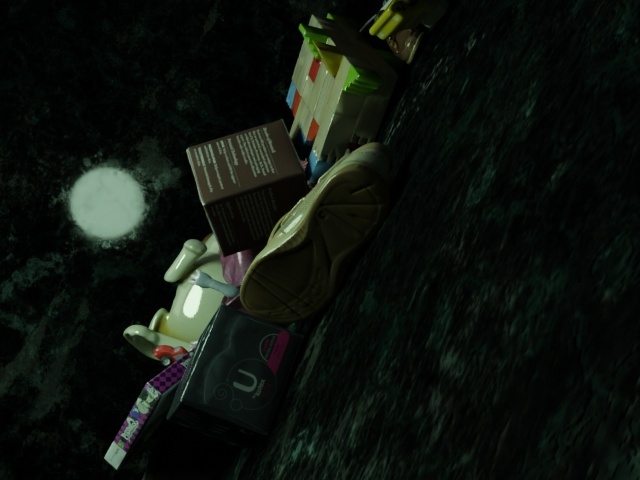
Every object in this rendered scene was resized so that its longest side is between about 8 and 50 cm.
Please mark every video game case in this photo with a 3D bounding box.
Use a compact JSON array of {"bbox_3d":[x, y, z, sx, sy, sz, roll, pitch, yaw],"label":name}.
[{"bbox_3d":[-0.287,0.298,1.483,0.210,0.042,0.232,-58,-11,27],"label":"video game case"}]

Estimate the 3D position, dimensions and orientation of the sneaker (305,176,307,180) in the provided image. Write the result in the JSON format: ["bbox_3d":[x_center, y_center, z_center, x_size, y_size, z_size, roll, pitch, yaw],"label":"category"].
[{"bbox_3d":[-0.052,-0.136,2.056,0.101,0.106,0.267,-138,72,-83],"label":"sneaker"}]

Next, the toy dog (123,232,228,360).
[{"bbox_3d":[-0.232,0.144,1.964,0.395,0.284,0.408,66,-140,-57],"label":"toy dog"}]

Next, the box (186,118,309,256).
[{"bbox_3d":[-0.136,-0.103,1.560,0.168,0.203,0.167,78,172,-50],"label":"box"}]

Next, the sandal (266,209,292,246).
[{"bbox_3d":[-0.009,-0.025,1.450,0.240,0.079,0.088,-50,-48,-42],"label":"sandal"}]

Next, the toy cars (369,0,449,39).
[{"bbox_3d":[0.184,-0.445,1.416,0.176,0.087,0.394,-46,10,24],"label":"toy cars"}]

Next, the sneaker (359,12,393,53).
[{"bbox_3d":[0.091,-0.361,1.727,0.123,0.106,0.290,-149,83,-81],"label":"sneaker"}]

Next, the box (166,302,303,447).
[{"bbox_3d":[-0.145,0.227,1.274,0.270,0.143,0.165,130,162,-67],"label":"box"}]

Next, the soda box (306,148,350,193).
[{"bbox_3d":[0.002,-0.134,1.794,0.058,0.063,0.183,164,130,-81],"label":"soda box"}]

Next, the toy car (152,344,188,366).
[{"bbox_3d":[-0.240,0.309,1.723,0.053,0.239,0.225,-50,-19,-4],"label":"toy car"}]

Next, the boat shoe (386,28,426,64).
[{"bbox_3d":[0.153,-0.368,1.461,0.178,0.060,0.064,-92,27,-75],"label":"boat shoe"}]

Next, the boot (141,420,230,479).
[{"bbox_3d":[-0.286,0.470,1.588,0.284,0.138,0.377,150,139,-79],"label":"boot"}]

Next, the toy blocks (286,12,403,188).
[{"bbox_3d":[0.021,-0.268,1.555,0.381,0.190,0.261,-114,38,-54],"label":"toy blocks"}]

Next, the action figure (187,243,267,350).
[{"bbox_3d":[-0.141,0.123,1.670,0.248,0.275,0.370,107,164,-62],"label":"action figure"}]

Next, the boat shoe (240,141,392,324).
[{"bbox_3d":[0.000,0.000,1.135,0.341,0.121,0.110,-47,12,37],"label":"boat shoe"}]

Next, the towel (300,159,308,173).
[{"bbox_3d":[-0.091,-0.117,1.876,0.199,0.031,0.275,-39,12,27],"label":"towel"}]
